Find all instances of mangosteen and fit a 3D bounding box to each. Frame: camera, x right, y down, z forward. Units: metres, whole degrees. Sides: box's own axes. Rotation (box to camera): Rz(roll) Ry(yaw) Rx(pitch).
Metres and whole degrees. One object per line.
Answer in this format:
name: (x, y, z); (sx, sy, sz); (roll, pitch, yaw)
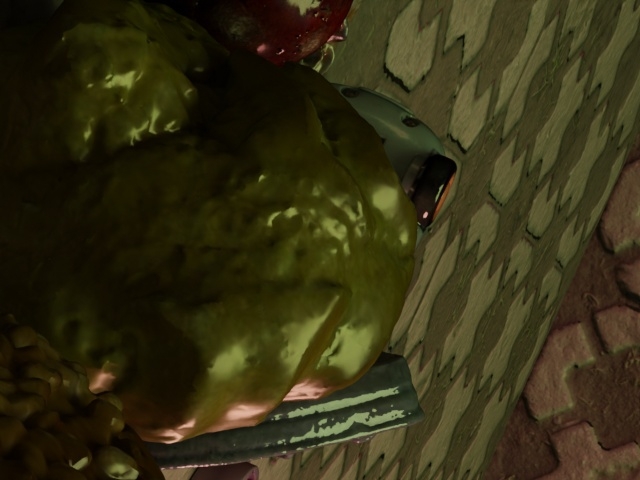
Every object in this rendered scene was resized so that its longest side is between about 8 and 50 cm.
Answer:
mangosteen: (-0.067, -0.183, 1.286); (0.180, 0.166, 0.166); (-41, 178, 33)

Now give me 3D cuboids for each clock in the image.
clock: (-0.114, 0.298, 1.928); (0.110, 0.050, 0.153); (-50, 156, -43)

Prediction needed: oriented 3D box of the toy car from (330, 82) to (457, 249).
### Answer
toy car: (0.000, 0.000, 1.693); (0.270, 0.180, 0.212); (-62, 172, -16)

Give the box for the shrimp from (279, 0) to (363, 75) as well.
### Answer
shrimp: (-0.003, -0.243, 1.536); (0.168, 0.077, 0.317); (20, 90, -63)

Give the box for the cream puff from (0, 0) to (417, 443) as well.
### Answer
cream puff: (-0.082, -0.031, 1.136); (0.323, 0.274, 0.270); (-79, 161, -74)

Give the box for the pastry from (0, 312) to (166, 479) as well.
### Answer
pastry: (-0.244, 0.170, 0.869); (0.409, 0.409, 0.245); (-41, 156, -54)

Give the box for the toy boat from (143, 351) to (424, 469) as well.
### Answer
toy boat: (-0.045, 0.159, 1.712); (0.283, 0.127, 0.078); (-8, 99, -27)
